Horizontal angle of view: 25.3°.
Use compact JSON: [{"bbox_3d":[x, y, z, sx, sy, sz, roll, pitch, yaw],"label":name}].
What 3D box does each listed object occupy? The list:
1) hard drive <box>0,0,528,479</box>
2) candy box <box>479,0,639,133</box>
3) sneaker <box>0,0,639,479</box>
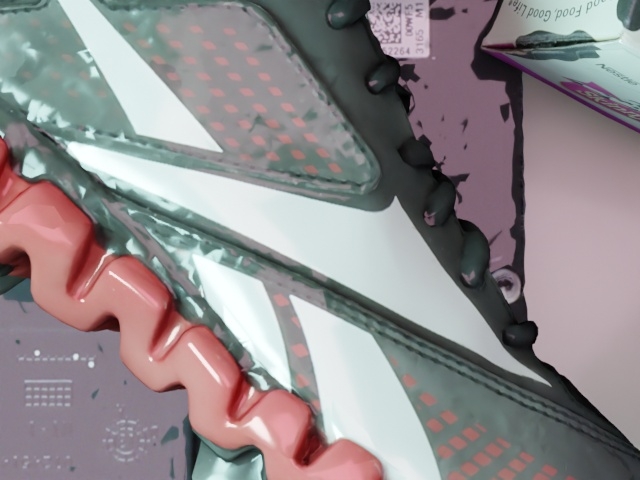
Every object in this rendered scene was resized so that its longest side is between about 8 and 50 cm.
[{"bbox_3d":[-0.055,-0.084,0.459,0.237,0.064,0.338,-1,86,-1],"label":"hard drive"},{"bbox_3d":[0.164,-0.133,0.433,0.159,0.071,0.233,23,84,-26],"label":"candy box"},{"bbox_3d":[0.000,0.000,0.372,0.276,0.097,0.135,36,88,4],"label":"sneaker"}]
